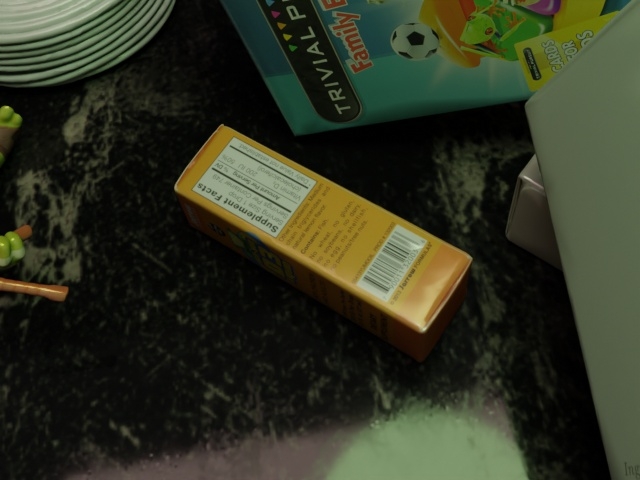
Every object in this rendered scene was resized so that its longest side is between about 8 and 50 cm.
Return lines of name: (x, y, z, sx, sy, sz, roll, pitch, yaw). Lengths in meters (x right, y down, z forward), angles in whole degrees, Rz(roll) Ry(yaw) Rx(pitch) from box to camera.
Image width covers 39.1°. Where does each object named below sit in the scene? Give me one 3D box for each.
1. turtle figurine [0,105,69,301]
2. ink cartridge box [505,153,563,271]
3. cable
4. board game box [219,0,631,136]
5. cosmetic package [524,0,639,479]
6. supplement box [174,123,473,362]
turtle figurine: (-0.312, -0.017, 0.733, 0.270, 0.087, 0.217, 1, 55, 8)
ink cartridge box: (0.284, -0.064, 0.722, 0.172, 0.100, 0.237, 33, 68, 18)
cable: (-0.269, -0.267, 0.862, 0.257, 0.089, 0.257, -13, 62, -4)
board game box: (0.090, -0.211, 0.662, 0.336, 0.253, 0.079, -7, 49, 23)
cosmetic package: (0.298, 0.087, 0.517, 0.230, 0.161, 0.453, -6, 74, -16)
supplement box: (0.000, 0.000, 0.715, 0.233, 0.078, 0.080, 31, 71, 18)
